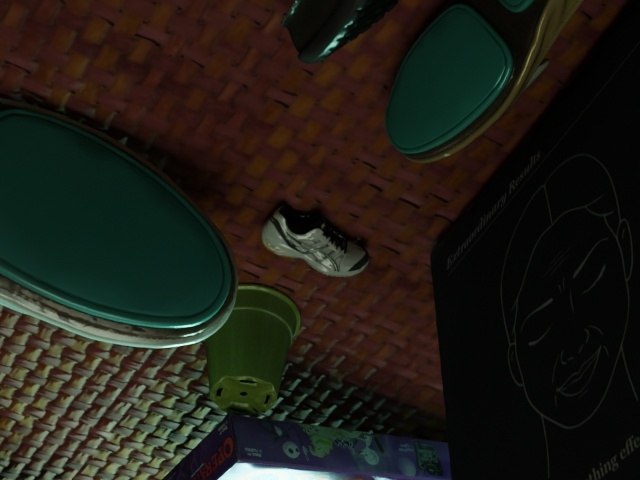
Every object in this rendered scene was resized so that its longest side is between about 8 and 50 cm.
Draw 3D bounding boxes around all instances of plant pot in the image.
[{"bbox_3d":[-0.057,0.090,0.848,0.083,0.079,0.083,0,136,0],"label":"plant pot"}]

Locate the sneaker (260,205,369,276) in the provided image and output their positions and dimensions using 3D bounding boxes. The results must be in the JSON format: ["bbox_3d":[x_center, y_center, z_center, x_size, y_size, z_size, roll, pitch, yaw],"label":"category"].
[{"bbox_3d":[0.000,0.000,0.788,0.083,0.032,0.037,16,134,-16],"label":"sneaker"}]

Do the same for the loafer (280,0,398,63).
[{"bbox_3d":[0.028,-0.189,0.578,0.078,0.080,0.220,40,133,8],"label":"loafer"}]

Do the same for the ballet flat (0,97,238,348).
[{"bbox_3d":[-0.248,-0.032,0.711,0.400,0.139,0.139,23,131,-16],"label":"ballet flat"}]

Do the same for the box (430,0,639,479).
[{"bbox_3d":[0.231,0.090,0.617,0.212,0.395,0.293,17,134,-17],"label":"box"}]

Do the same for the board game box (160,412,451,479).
[{"bbox_3d":[0.020,0.238,0.963,0.347,0.056,0.208,14,132,-33],"label":"board game box"}]

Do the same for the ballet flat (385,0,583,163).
[{"bbox_3d":[0.119,-0.129,0.630,0.073,0.080,0.232,-8,147,-36],"label":"ballet flat"}]
